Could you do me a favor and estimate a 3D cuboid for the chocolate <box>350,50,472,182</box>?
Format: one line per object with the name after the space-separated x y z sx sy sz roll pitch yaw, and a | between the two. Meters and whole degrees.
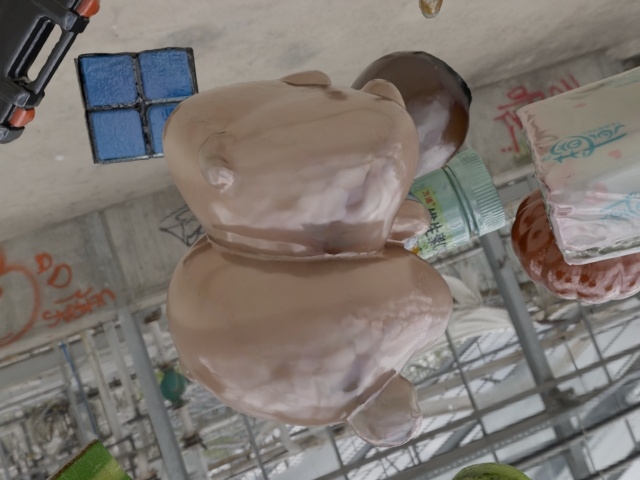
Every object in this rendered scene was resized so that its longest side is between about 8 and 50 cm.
0.077 -0.114 0.591 0.127 0.124 0.133 32 90 -44 | chocolate

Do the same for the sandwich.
-0.217 0.237 0.498 0.074 0.074 0.116 -42 180 6 | sandwich

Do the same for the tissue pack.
0.349 -0.097 0.575 0.271 0.124 0.201 -17 -153 20 | tissue pack

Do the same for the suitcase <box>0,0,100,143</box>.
-0.435 -0.295 0.782 0.285 0.206 0.066 -52 -171 11 | suitcase

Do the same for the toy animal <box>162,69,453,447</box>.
-0.012 0.002 0.417 0.210 0.221 0.229 14 -122 34 | toy animal

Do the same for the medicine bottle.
0.157 -0.035 1.081 0.318 0.158 0.158 -22 174 7 | medicine bottle

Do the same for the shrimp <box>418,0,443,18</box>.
0.151 -0.371 0.760 0.049 0.161 0.166 5 -168 13 | shrimp

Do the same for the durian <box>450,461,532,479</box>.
0.331 0.493 1.119 0.101 0.139 0.250 -9 163 -45 | durian

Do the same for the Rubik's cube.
-0.293 -0.226 0.982 0.183 0.167 0.180 -8 -165 -15 | Rubik's cube

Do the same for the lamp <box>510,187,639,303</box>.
0.405 -0.006 0.897 0.223 0.223 0.197 -20 133 -6 | lamp
